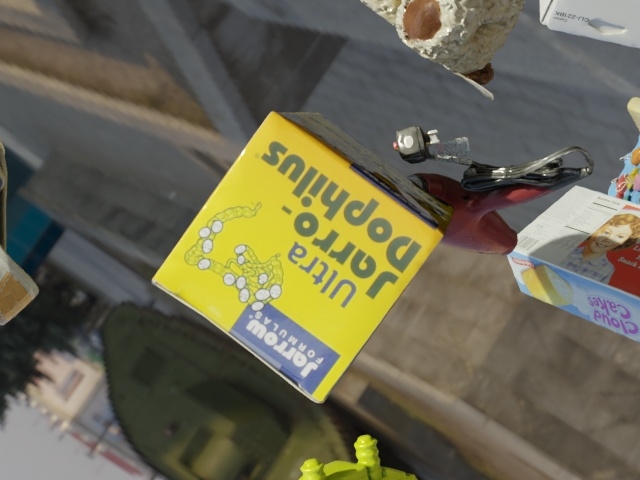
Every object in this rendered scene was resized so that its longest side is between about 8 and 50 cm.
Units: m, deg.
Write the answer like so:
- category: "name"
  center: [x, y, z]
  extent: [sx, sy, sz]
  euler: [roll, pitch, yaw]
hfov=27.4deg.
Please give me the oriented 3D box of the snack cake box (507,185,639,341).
- category: "snack cake box"
  center: [0.392, 0.029, 1.742]
  extent: [0.264, 0.152, 0.089]
  euler: [25, 147, 53]

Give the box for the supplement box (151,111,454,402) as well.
- category: "supplement box"
  center: [0.000, 0.000, 1.326]
  extent: [0.194, 0.195, 0.356]
  euler: [36, -171, 2]

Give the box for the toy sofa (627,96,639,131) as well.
- category: "toy sofa"
  center: [0.507, -0.197, 1.394]
  extent: [0.150, 0.362, 0.177]
  euler: [31, 167, 45]

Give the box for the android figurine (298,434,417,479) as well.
- category: "android figurine"
  center: [0.034, 0.306, 1.127]
  extent: [0.248, 0.273, 0.056]
  euler: [-14, -170, -40]

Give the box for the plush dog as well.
- category: "plush dog"
  center: [0.181, -0.305, 1.458]
  extent: [0.210, 0.225, 0.262]
  euler: [28, -165, -33]

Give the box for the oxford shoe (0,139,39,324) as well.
- category: "oxford shoe"
  center: [-0.362, -0.103, 1.190]
  extent: [0.169, 0.130, 0.449]
  euler: [95, 153, -69]

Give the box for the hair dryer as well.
- category: "hair dryer"
  center: [0.197, -0.040, 1.547]
  extent: [0.223, 0.080, 0.293]
  euler: [10, 163, 10]

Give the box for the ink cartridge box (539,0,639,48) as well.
- category: "ink cartridge box"
  center: [0.454, -0.448, 2.068]
  extent: [0.197, 0.273, 0.114]
  euler: [11, 143, -6]

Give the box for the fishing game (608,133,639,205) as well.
- category: "fishing game"
  center: [0.466, -0.104, 1.958]
  extent: [0.041, 0.189, 0.264]
  euler: [25, 142, -5]
